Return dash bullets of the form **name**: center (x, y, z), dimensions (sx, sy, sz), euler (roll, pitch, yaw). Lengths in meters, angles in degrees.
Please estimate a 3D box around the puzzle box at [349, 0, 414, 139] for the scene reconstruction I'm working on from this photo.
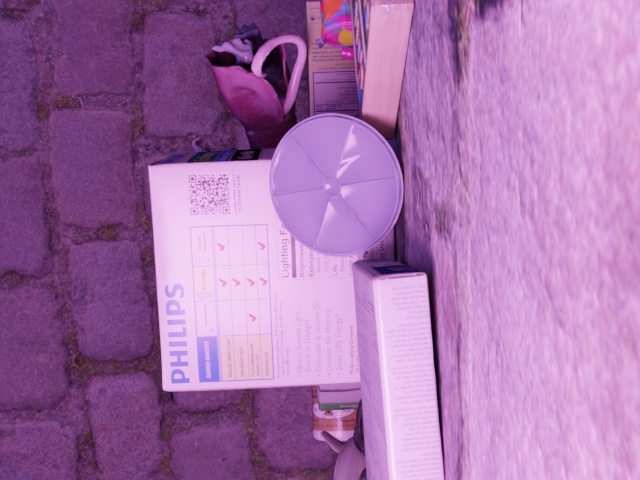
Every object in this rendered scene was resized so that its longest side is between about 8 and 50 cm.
- **puzzle box**: center (0.072, -0.382, 1.111), dimensions (0.272, 0.052, 0.409), euler (92, 176, -61)

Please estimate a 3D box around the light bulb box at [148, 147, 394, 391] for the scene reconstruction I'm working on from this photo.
- **light bulb box**: center (-0.069, 0.033, 1.273), dimensions (0.225, 0.360, 0.358), euler (-102, 10, -80)

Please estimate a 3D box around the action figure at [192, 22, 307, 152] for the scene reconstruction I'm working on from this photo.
- **action figure**: center (-0.079, -0.215, 1.490), dimensions (0.275, 0.248, 0.370), euler (11, 123, 45)

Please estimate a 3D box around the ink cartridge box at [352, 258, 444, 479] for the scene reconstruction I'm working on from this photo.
- **ink cartridge box**: center (0.091, 0.193, 0.979), dimensions (0.324, 0.071, 0.330), euler (-140, 44, -87)

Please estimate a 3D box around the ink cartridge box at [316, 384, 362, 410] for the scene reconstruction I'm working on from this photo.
- **ink cartridge box**: center (0.048, 0.198, 1.562), dimensions (0.289, 0.121, 0.211), euler (90, 178, -65)

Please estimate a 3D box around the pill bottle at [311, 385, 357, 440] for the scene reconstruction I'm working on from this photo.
- **pill bottle**: center (0.044, 0.332, 1.796), dimensions (0.131, 0.131, 0.229), euler (98, 169, -82)

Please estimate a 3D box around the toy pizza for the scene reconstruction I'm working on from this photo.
- **toy pizza**: center (0.022, -0.077, 1.104), dimensions (0.032, 0.201, 0.201), euler (-30, -60, -63)

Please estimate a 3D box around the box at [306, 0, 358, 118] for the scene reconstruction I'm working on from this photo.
- **box**: center (0.034, -0.295, 1.495), dimensions (0.213, 0.117, 0.243), euler (97, 171, -80)

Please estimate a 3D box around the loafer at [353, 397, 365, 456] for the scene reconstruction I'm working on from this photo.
- **loafer**: center (0.090, 0.325, 1.421), dimensions (0.170, 0.062, 0.061), euler (-100, 12, -69)

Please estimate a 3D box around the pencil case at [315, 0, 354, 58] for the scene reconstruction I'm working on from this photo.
- **pencil case**: center (0.042, -0.441, 1.363), dimensions (0.104, 0.104, 0.237), euler (94, 175, -77)

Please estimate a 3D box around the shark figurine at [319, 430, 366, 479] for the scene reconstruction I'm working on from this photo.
- **shark figurine**: center (0.078, 0.452, 1.475), dimensions (0.166, 0.116, 0.278), euler (48, -148, -33)
